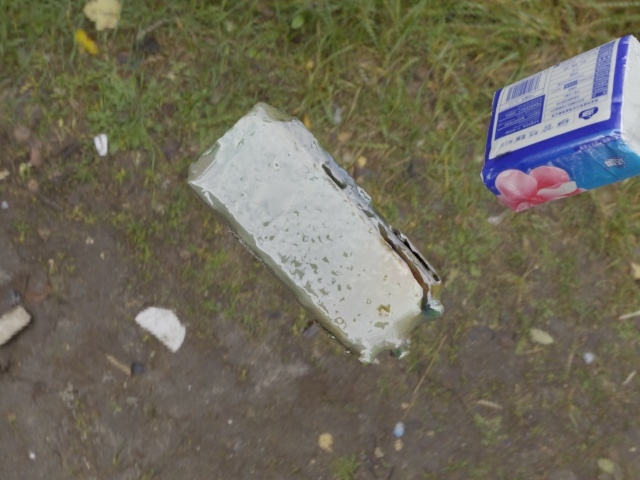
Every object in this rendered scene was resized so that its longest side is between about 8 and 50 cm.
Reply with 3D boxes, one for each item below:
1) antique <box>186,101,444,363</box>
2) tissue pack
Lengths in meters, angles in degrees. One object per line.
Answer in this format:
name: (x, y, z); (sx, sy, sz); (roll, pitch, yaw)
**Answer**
antique: (0.000, 0.000, 0.916); (0.125, 0.150, 0.284); (-44, 89, -4)
tissue pack: (0.406, -0.180, 1.437); (0.137, 0.270, 0.209); (29, 59, -31)
